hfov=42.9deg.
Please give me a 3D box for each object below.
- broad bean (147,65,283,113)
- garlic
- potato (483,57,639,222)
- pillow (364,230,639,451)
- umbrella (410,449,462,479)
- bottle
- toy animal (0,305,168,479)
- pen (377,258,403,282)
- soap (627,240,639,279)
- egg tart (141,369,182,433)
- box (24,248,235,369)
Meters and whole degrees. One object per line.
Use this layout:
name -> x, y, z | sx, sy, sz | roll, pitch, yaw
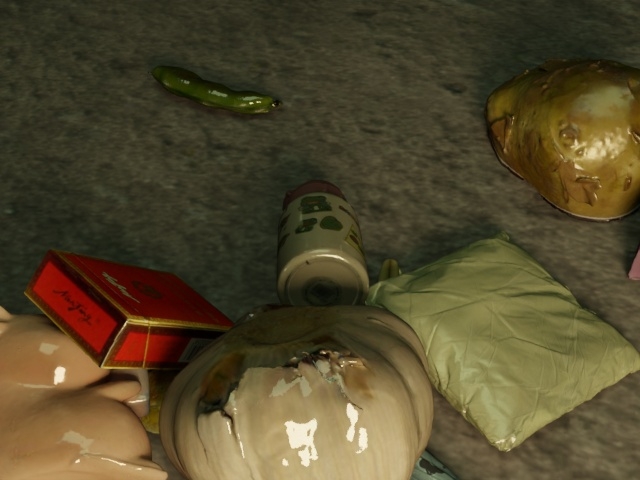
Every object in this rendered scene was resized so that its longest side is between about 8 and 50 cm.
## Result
broad bean -> -0.192, -0.258, 1.417 | 0.255, 0.046, 0.065 | 18, 45, 14
garlic -> -0.023, 0.182, 0.905 | 0.322, 0.240, 0.322 | 14, 6, -2
potato -> 0.404, -0.198, 1.258 | 0.247, 0.196, 0.299 | -24, 51, -20
pillow -> 0.236, 0.110, 1.059 | 0.274, 0.076, 0.280 | -22, 52, -29
umbrella -> 0.183, 0.315, 0.906 | 0.250, 0.053, 0.052 | 36, 57, 29
bottle -> 0.000, 0.000, 1.119 | 0.121, 0.120, 0.253 | -2, 30, 0
toy animal -> -0.300, 0.195, 0.934 | 0.213, 0.195, 0.256 | -8, 46, -16
pen -> 0.088, 0.120, 1.095 | 0.040, 0.032, 0.233 | 20, 50, -13
soap -> 0.507, -0.038, 1.161 | 0.066, 0.122, 0.203 | 22, 52, 18
egg tart -> -0.198, 0.195, 1.029 | 0.105, 0.039, 0.105 | -2, 51, 2
box -> -0.219, 0.091, 1.000 | 0.153, 0.240, 0.074 | 40, 99, 27
